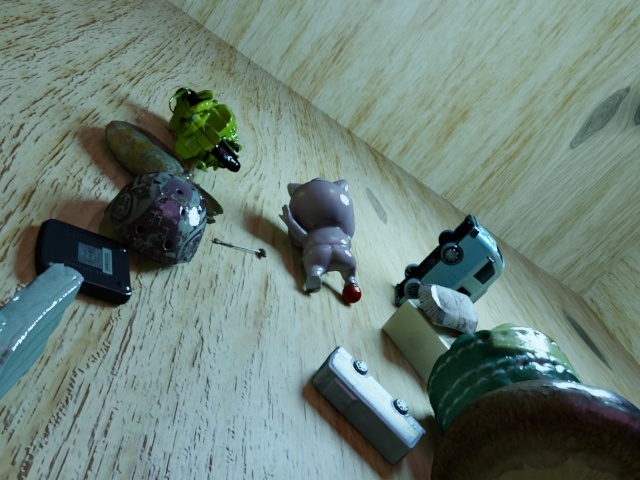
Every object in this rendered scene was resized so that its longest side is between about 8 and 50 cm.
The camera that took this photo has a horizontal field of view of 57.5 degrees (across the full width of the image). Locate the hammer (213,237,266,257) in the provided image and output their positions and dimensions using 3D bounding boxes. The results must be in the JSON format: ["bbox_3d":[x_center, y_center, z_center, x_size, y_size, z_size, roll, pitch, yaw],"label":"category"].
[{"bbox_3d":[-0.153,0.013,1.117,0.123,0.014,0.029,16,21,-43],"label":"hammer"}]

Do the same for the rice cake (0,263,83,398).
[{"bbox_3d":[-0.282,0.112,0.497,0.043,0.127,0.237,32,19,-13],"label":"rice cake"}]

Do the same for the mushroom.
[{"bbox_3d":[0.310,0.340,0.756,0.345,0.345,0.239,31,20,-21],"label":"mushroom"}]

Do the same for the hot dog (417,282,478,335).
[{"bbox_3d":[0.270,0.144,1.230,0.191,0.059,0.108,23,39,-45],"label":"hot dog"}]

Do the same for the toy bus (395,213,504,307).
[{"bbox_3d":[0.325,0.084,1.430,0.165,0.271,0.133,40,20,-6],"label":"toy bus"}]

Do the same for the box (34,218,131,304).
[{"bbox_3d":[-0.314,0.025,0.779,0.125,0.027,0.126,25,23,-34],"label":"box"}]

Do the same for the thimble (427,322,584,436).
[{"bbox_3d":[0.329,0.289,1.018,0.288,0.254,0.167,59,11,-32],"label":"thimble"}]

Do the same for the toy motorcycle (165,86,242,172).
[{"bbox_3d":[-0.251,-0.246,1.290,0.206,0.142,0.342,39,5,-17],"label":"toy motorcycle"}]

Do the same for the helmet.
[{"bbox_3d":[-0.244,-0.047,0.921,0.153,0.107,0.177,34,10,-22],"label":"helmet"}]

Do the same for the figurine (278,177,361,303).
[{"bbox_3d":[0.000,0.000,1.267,0.176,0.186,0.287,-8,61,-12],"label":"figurine"}]

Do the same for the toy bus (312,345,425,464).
[{"bbox_3d":[0.071,0.256,0.911,0.190,0.064,0.075,43,32,11],"label":"toy bus"}]

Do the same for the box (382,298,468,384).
[{"bbox_3d":[0.261,0.222,1.275,0.212,0.095,0.168,11,36,-52],"label":"box"}]

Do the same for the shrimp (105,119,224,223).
[{"bbox_3d":[-0.286,-0.130,1.105,0.317,0.077,0.168,43,17,20],"label":"shrimp"}]
